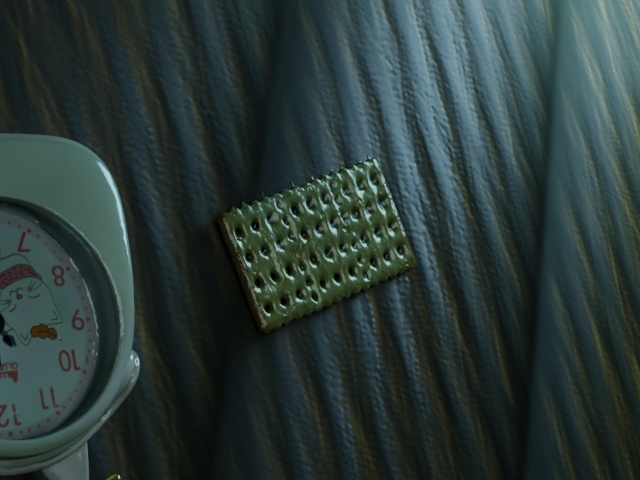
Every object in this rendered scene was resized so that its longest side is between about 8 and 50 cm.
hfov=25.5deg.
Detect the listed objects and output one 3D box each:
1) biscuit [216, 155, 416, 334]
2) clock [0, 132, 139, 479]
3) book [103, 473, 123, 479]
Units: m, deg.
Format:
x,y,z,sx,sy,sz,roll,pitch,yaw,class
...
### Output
x,y,z,sx,sy,sz,roll,pitch,yaw,class
0.000,0.000,1.498,0.231,0.016,0.139,-21,91,-38,biscuit
-0.289,0.070,1.202,0.265,0.108,0.324,0,75,-41,clock
-0.218,0.384,1.146,0.374,0.028,0.263,-32,95,-56,book
